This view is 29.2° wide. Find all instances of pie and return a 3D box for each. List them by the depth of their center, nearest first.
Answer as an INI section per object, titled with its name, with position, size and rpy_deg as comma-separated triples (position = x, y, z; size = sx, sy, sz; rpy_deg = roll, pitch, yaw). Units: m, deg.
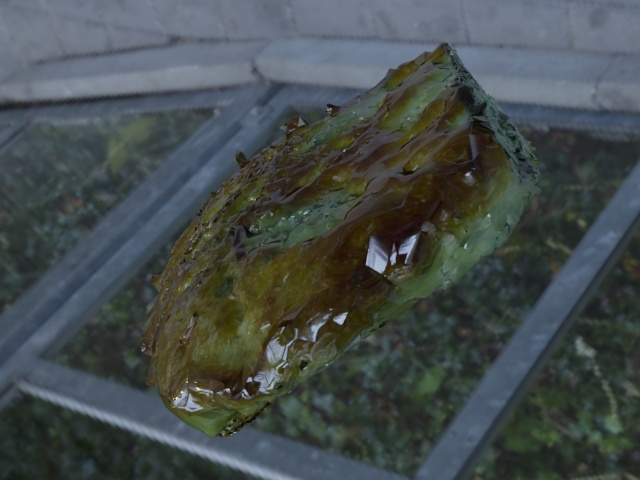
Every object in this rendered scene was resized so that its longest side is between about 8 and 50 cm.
[pie]
position = 0.000, 0.000, 0.798
size = 0.103, 0.288, 0.355
rpy_deg = 47, -168, -18
